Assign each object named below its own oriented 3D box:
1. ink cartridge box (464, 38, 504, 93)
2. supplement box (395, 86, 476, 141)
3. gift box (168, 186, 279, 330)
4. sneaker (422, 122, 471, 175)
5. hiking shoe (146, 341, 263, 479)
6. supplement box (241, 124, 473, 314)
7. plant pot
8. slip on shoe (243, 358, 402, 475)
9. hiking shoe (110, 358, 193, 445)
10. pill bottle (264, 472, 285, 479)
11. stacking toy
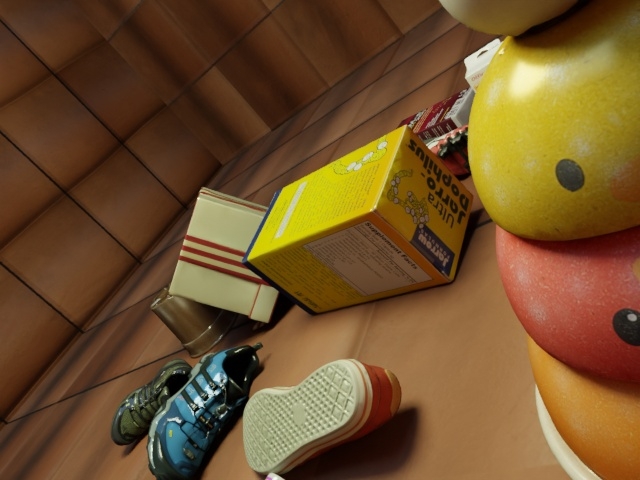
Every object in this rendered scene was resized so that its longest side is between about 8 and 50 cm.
[{"bbox_3d":[0.382,-0.349,1.233,0.092,0.143,0.089,-29,23,34],"label":"ink cartridge box"},{"bbox_3d":[0.276,-0.271,1.383,0.240,0.073,0.130,-18,30,52],"label":"supplement box"},{"bbox_3d":[-0.186,0.043,1.302,0.255,0.258,0.276,-115,42,-73],"label":"gift box"},{"bbox_3d":[0.255,-0.176,1.172,0.276,0.097,0.135,-33,23,29],"label":"sneaker"},{"bbox_3d":[-0.206,0.295,1.024,0.132,0.113,0.304,-32,21,29],"label":"hiking shoe"},{"bbox_3d":[0.059,-0.019,1.029,0.357,0.194,0.195,-20,38,46],"label":"supplement box"},{"bbox_3d":[-0.324,0.179,1.434,0.167,0.165,0.167,-37,19,15],"label":"plant pot"},{"bbox_3d":[-0.014,0.249,0.791,0.331,0.101,0.122,-40,50,43],"label":"slip on shoe"},{"bbox_3d":[-0.367,0.354,1.255,0.227,0.086,0.114,-50,17,-24],"label":"hiking shoe"},{"bbox_3d":[-0.072,0.352,0.745,0.043,0.043,0.083,-14,33,54],"label":"pill bottle"},{"bbox_3d":[0.214,-0.054,0.396,0.351,0.480,0.350,-37,19,15],"label":"stacking toy"}]
